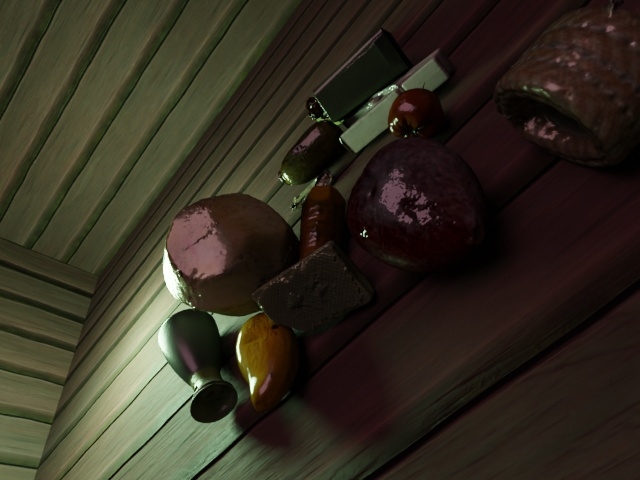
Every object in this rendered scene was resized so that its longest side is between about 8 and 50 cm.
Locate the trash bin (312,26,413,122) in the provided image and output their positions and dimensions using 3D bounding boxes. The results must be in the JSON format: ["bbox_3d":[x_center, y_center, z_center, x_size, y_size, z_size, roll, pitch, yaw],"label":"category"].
[{"bbox_3d":[0.116,-0.442,1.150,0.240,0.122,0.164,-33,6,28],"label":"trash bin"}]

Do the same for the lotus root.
[{"bbox_3d":[-0.025,-0.259,1.266,0.241,0.123,0.124,-46,5,25],"label":"lotus root"}]

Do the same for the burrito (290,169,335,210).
[{"bbox_3d":[-0.024,-0.147,1.246,0.171,0.042,0.051,-39,33,33],"label":"burrito"}]

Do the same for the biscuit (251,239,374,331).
[{"bbox_3d":[-0.024,0.115,0.906,0.252,0.150,0.052,-32,10,31],"label":"biscuit"}]

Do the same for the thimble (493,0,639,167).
[{"bbox_3d":[0.376,-0.215,0.606,0.148,0.196,0.229,-48,3,12],"label":"thimble"}]

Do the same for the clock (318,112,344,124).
[{"bbox_3d":[0.065,-0.444,1.346,0.170,0.069,0.232,-54,33,7],"label":"clock"}]

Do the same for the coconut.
[{"bbox_3d":[-0.223,0.044,1.114,0.352,0.352,0.352,-35,39,34],"label":"coconut"}]

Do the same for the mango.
[{"bbox_3d":[-0.117,0.268,0.960,0.157,0.109,0.262,-37,36,9],"label":"mango"}]

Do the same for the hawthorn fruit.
[{"bbox_3d":[0.216,-0.284,0.956,0.125,0.125,0.140,-39,24,29],"label":"hawthorn fruit"}]

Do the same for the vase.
[{"bbox_3d":[-0.332,0.341,1.159,0.173,0.173,0.321,-55,38,5],"label":"vase"}]

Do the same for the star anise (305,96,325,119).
[{"bbox_3d":[-0.009,-0.405,1.278,0.097,0.070,0.190,-34,28,19],"label":"star anise"}]

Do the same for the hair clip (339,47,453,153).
[{"bbox_3d":[0.181,-0.353,1.082,0.331,0.085,0.101,-32,20,42],"label":"hair clip"}]

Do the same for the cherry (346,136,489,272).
[{"bbox_3d":[0.170,-0.055,0.742,0.230,0.203,0.300,-49,41,2],"label":"cherry"}]

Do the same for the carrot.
[{"bbox_3d":[0.000,0.000,1.018,0.114,0.114,0.302,-28,44,40],"label":"carrot"}]
